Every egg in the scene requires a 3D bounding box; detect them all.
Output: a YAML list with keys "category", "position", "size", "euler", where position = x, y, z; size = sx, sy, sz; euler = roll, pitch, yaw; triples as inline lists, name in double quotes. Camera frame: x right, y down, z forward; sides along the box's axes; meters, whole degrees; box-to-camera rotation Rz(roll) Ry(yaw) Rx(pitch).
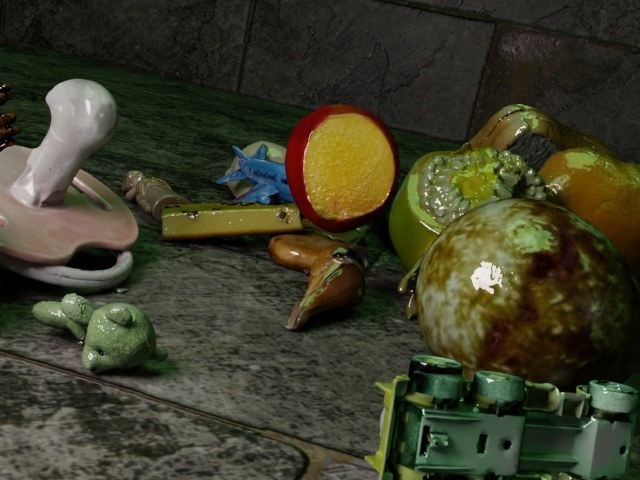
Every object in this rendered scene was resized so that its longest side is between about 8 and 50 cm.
- category: "egg"
  position: [0.250, 0.080, 0.997]
  size: [0.289, 0.238, 0.238]
  euler: [27, 12, -11]

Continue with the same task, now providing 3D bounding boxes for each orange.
- category: "orange"
  position: [0.472, -0.022, 1.478]
  size: [0.334, 0.263, 0.196]
  euler: [17, 25, -24]

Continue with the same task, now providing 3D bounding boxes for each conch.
- category: "conch"
  position: [0.021, 0.066, 1.183]
  size: [0.080, 0.086, 0.233]
  euler: [49, 23, -15]

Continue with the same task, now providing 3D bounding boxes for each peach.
- category: "peach"
  position: [0.032, -0.113, 1.344]
  size: [0.190, 0.190, 0.192]
  euler: [9, 35, -10]

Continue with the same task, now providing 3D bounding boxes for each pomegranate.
- category: "pomegranate"
  position: [0.217, -0.002, 1.307]
  size: [0.260, 0.260, 0.341]
  euler: [19, 46, 26]

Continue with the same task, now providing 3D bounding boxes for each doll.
- category: "doll"
  position: [-0.237, 0.099, 0.902]
  size: [0.150, 0.078, 0.115]
  euler: [10, -27, 37]

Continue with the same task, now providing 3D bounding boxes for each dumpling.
- category: "dumpling"
  position: [-0.115, -0.125, 1.704]
  size: [0.199, 0.136, 0.118]
  euler: [21, -24, 45]

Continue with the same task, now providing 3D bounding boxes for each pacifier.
- category: "pacifier"
  position: [-0.362, -0.069, 1.120]
  size: [0.220, 0.273, 0.332]
  euler: [1, 7, 21]

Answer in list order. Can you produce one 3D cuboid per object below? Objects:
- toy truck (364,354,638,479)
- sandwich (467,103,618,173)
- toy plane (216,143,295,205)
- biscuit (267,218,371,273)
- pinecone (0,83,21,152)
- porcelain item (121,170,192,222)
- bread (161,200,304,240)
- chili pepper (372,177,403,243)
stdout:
- category: "toy truck"
  position: [0.170, 0.175, 0.812]
  size: [0.259, 0.128, 0.135]
  euler: [7, 2, -15]
- category: "sandwich"
  position: [0.373, -0.096, 1.547]
  size: [0.301, 0.271, 0.099]
  euler: [19, 41, -30]
- category: "toy plane"
  position: [-0.082, -0.108, 1.545]
  size: [0.254, 0.105, 0.271]
  euler: [-41, 40, -16]
- category: "biscuit"
  position: [-0.004, -0.001, 1.462]
  size: [0.154, 0.045, 0.299]
  euler: [12, 15, 6]
- category: "pinecone"
  position: [-0.585, -0.194, 1.413]
  size: [0.185, 0.212, 0.168]
  euler: [15, 12, -30]
- category: "porcelain item"
  position: [-0.299, -0.083, 1.521]
  size: [0.084, 0.054, 0.213]
  euler: [3, 16, -34]
- category: "bread"
  position: [-0.144, -0.035, 1.388]
  size: [0.226, 0.049, 0.088]
  euler: [-4, 13, -7]
- category: "chili pepper"
  position: [0.150, -0.058, 1.675]
  size: [0.136, 0.099, 0.270]
  euler: [-5, 24, -21]
